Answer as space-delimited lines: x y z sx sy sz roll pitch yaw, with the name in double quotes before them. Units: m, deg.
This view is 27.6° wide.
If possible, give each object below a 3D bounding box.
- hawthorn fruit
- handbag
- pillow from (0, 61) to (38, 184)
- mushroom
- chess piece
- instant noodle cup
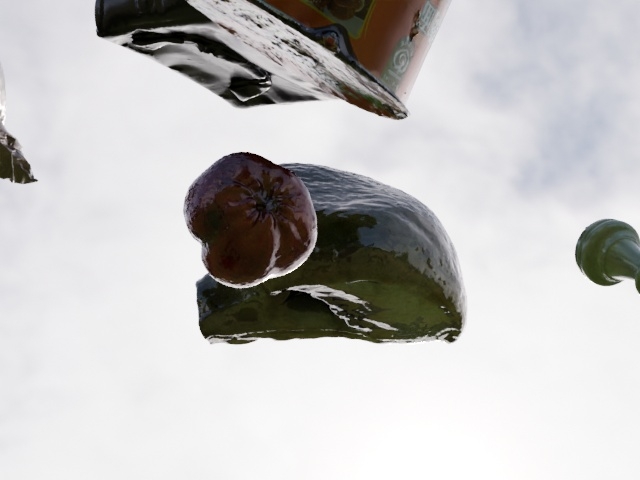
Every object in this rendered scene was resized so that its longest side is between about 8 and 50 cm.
"hawthorn fruit" -0.049 -0.011 0.835 0.093 0.093 0.093 5 -46 5
"handbag" -0.062 -0.205 1.306 0.244 0.088 0.275 -3 -12 31
"pillow" -0.359 -0.132 1.228 0.173 0.067 0.270 12 -29 6
"mushroom" 0.005 -0.008 1.394 0.292 0.217 0.212 -5 -26 1
"chess piece" 0.270 0.030 1.054 0.059 0.149 0.059 -9 -67 -22
"instant noodle cup" 0.015 -0.223 0.989 0.230 0.230 0.182 33 -92 -20
